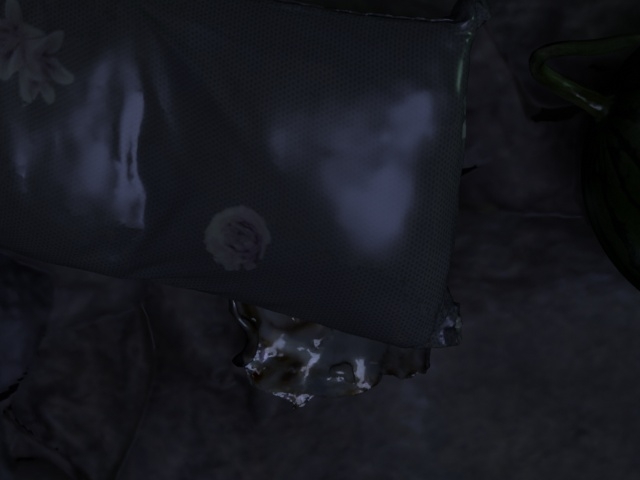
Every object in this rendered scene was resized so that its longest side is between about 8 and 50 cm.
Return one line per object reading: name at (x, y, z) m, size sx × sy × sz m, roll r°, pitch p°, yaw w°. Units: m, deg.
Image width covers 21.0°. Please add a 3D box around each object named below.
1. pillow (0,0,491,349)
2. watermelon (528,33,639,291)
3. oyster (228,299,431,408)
pillow at (-0.057, -0.045, 0.728) m, size 0.255 × 0.059 × 0.169 m, roll 10°, pitch 102°, yaw 11°
watermelon at (0.168, -0.039, 0.733) m, size 0.187 × 0.140 × 0.140 m, roll 27°, pitch 108°, yaw -9°
oyster at (0.002, 0.001, 0.786) m, size 0.108 × 0.053 × 0.165 m, roll -4°, pitch 121°, yaw 23°
